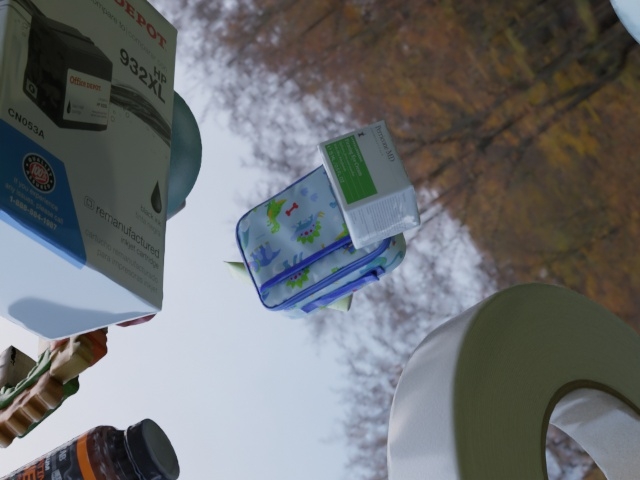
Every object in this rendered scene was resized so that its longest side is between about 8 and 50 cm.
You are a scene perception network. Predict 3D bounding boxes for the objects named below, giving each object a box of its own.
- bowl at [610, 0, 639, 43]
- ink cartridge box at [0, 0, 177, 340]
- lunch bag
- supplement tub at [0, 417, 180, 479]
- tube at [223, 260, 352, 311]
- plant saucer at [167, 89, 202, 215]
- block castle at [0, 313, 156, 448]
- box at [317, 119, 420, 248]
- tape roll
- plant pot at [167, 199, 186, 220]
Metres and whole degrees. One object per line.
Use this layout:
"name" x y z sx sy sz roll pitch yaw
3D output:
"bowl" 0.439 -0.303 1.112 0.311 0.311 0.163 54 -153 -4
"ink cartridge box" -0.237 -0.103 0.917 0.223 0.129 0.307 41 -140 -51
"lunch bag" 0.000 0.000 1.494 0.090 0.219 0.176 33 -147 -57
"supplement tub" -0.243 0.254 1.089 0.106 0.198 0.106 60 -174 -10
"tube" -0.058 0.078 1.985 0.240 0.070 0.062 12 -150 7
"plant saucer" -0.232 -0.109 1.241 0.195 0.195 0.037 55 168 0
"block castle" -0.447 0.107 1.358 0.303 0.453 0.213 46 -172 -26
"box" 0.058 -0.065 1.272 0.102 0.087 0.101 70 179 -62
"tape roll" 0.215 0.218 0.844 0.392 0.072 0.392 26 -134 -30
"plant pot" -0.401 -0.096 1.907 0.323 0.280 0.323 60 165 28
